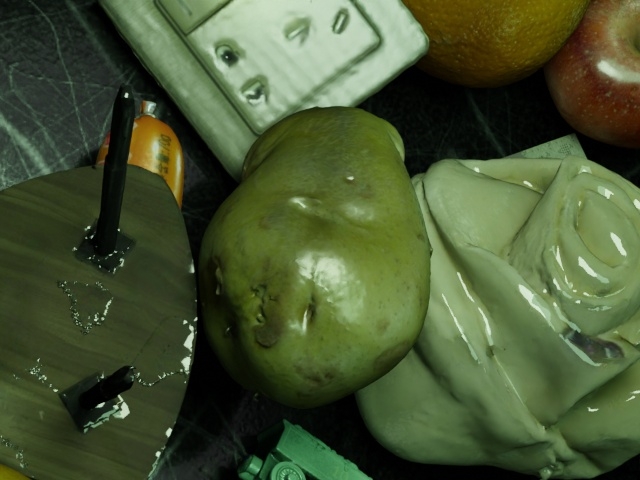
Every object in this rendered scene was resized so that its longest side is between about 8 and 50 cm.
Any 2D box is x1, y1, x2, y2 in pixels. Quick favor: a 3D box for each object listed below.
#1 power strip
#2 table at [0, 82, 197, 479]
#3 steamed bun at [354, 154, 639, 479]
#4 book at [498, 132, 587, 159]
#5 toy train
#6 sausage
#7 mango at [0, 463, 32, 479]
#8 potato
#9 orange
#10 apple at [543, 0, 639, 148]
[{"bbox_3d":[-0.058,-0.225,1.747,0.257,0.092,0.251,-37,101,-4],"label":"power strip"},{"bbox_3d":[-0.228,0.015,1.428,0.317,0.249,0.317,2,70,-5],"label":"table"},{"bbox_3d":[0.234,0.064,1.712,0.367,0.255,0.342,11,66,-15],"label":"steamed bun"},{"bbox_3d":[0.249,-0.043,1.916,0.181,0.014,0.127,-19,84,-32],"label":"book"},{"bbox_3d":[-0.002,0.250,1.655,0.172,0.070,0.099,37,50,-14],"label":"toy train"},{"bbox_3d":[-0.183,0.007,1.617,0.093,0.093,0.312,14,68,-24],"label":"sausage"},{"bbox_3d":[-0.329,0.279,1.407,0.317,0.173,0.211,10,70,-33],"label":"mango"},{"bbox_3d":[-0.004,-0.001,1.589,0.202,0.218,0.351,33,46,-20],"label":"potato"},{"bbox_3d":[0.185,-0.295,1.814,0.264,0.264,0.264,9,70,-26],"label":"orange"},{"bbox_3d":[0.348,-0.196,1.940,0.201,0.162,0.201,6,67,-15],"label":"apple"}]
